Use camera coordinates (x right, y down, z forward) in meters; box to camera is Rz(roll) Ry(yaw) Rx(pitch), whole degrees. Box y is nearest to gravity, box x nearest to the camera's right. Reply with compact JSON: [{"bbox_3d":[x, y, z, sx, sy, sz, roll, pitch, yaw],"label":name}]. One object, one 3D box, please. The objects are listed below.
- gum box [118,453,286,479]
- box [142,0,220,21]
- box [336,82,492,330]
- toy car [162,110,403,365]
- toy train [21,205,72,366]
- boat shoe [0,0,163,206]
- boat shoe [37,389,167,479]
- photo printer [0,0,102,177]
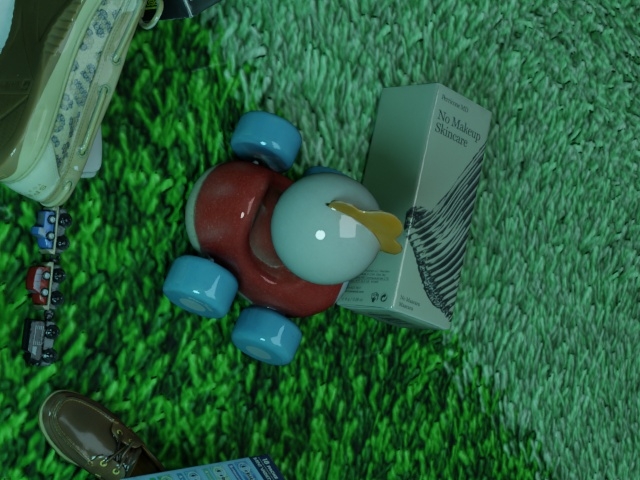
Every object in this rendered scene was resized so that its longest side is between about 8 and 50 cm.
[{"bbox_3d":[-0.144,0.285,1.312,0.184,0.041,0.157,-2,133,-45],"label":"gum box"},{"bbox_3d":[-0.123,-0.261,1.285,0.191,0.184,0.045,-38,115,-35],"label":"box"},{"bbox_3d":[0.112,-0.039,1.585,0.113,0.094,0.275,20,77,-42],"label":"box"},{"bbox_3d":[0.000,0.000,1.375,0.210,0.238,0.219,40,64,-37],"label":"toy car"},{"bbox_3d":[-0.261,0.040,1.269,0.036,0.027,0.158,8,85,-33],"label":"toy train"},{"bbox_3d":[-0.203,-0.170,1.128,0.089,0.105,0.285,34,76,-46],"label":"boat shoe"},{"bbox_3d":[-0.199,0.205,1.306,0.178,0.060,0.064,50,58,-33],"label":"boat shoe"},{"bbox_3d":[-0.313,-0.200,1.155,0.256,0.107,0.307,-5,94,-44],"label":"photo printer"}]
